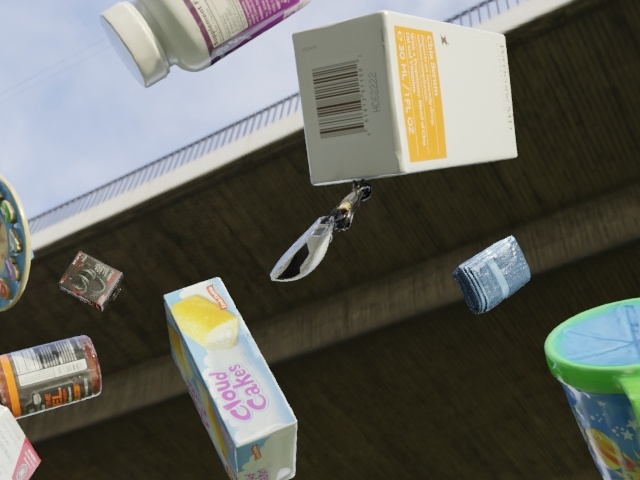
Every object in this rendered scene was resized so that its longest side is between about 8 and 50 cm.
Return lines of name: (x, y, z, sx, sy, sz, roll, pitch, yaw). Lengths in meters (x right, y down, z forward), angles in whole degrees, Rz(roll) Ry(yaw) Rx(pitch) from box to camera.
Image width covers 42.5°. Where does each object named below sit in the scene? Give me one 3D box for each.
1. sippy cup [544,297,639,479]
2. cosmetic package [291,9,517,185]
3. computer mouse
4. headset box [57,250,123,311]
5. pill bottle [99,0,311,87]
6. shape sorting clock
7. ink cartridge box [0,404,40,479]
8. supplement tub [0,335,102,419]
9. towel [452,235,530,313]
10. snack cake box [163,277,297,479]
sippy cup: (0.438, 0.219, 1.092, 0.240, 0.306, 0.224, -3, -72, 52)
cosmetic package: (0.156, -0.223, 1.326, 0.162, 0.453, 0.230, -5, -84, 33)
computer mouse: (0.000, 0.000, 1.156, 0.042, 0.106, 0.193, 39, -57, -8)
headset box: (-0.346, 0.064, 1.253, 0.083, 0.062, 0.032, 28, -24, 2)
pill bottle: (-0.171, -0.360, 1.238, 0.302, 0.169, 0.169, -35, -55, -11)
shape sorting clock: (-0.481, 0.001, 1.189, 0.040, 0.206, 0.206, -3, -34, -48)
ink cartridge box: (-0.389, 0.244, 0.800, 0.127, 0.176, 0.128, 17, -37, 13)
supplement tub: (-0.456, 0.223, 1.307, 0.198, 0.106, 0.106, -13, -45, -26)
towel: (0.218, 0.043, 1.032, 0.029, 0.119, 0.067, -28, -92, 48)
snack cake box: (-0.128, 0.201, 1.143, 0.089, 0.264, 0.152, -18, -39, -21)
